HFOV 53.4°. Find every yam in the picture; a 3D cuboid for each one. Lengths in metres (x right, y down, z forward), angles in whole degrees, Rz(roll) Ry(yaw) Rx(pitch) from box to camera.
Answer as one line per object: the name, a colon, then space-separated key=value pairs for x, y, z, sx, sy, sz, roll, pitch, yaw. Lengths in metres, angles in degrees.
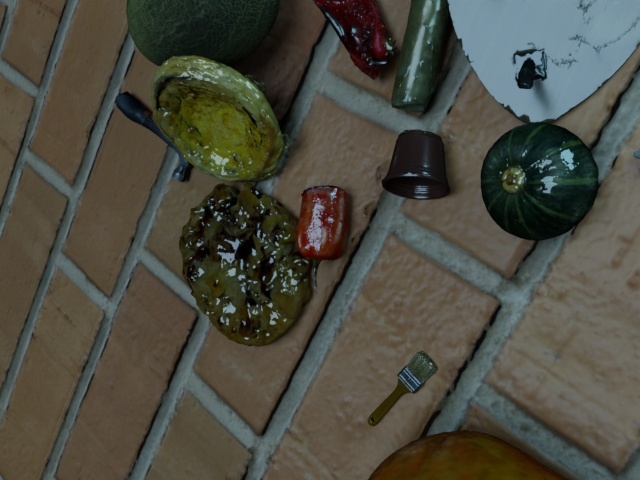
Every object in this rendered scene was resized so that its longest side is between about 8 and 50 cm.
yam: x=0.180 y=-0.393 z=1.017 sx=0.083 sy=0.083 sz=0.371 roll=16 pitch=101 yaw=34

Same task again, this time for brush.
brush: x=0.132 y=0.257 z=1.075 sx=0.043 sy=0.014 sz=0.170 roll=47 pitch=115 yaw=24

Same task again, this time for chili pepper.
chili pepper: x=0.000 y=0.000 z=1.130 sx=0.086 sy=0.084 sz=0.192 roll=1 pitch=85 yaw=51

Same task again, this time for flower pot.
flower pot: x=0.158 y=-0.125 z=1.022 sx=0.111 sy=0.111 sz=0.089 roll=-1 pitch=73 yaw=34

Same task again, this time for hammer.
hammer: x=-0.364 y=-0.260 z=1.410 sx=0.290 sy=0.037 sz=0.137 roll=39 pitch=110 yaw=29

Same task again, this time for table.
table: x=0.267 y=-0.338 z=0.815 sx=0.318 sy=0.249 sz=0.317 roll=3 pitch=97 yaw=23

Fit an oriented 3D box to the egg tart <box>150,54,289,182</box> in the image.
egg tart: x=-0.179 y=-0.235 z=1.202 sx=0.291 sy=0.290 sz=0.107 roll=-5 pitch=43 yaw=34

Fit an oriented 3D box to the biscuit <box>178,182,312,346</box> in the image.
biscuit: x=-0.160 y=0.042 z=1.241 sx=0.334 sy=0.081 sz=0.289 roll=50 pitch=116 yaw=23

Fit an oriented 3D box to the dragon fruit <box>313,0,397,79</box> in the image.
dragon fruit: x=0.066 y=-0.368 z=1.076 sx=0.092 sy=0.122 sz=0.192 roll=-33 pitch=68 yaw=14

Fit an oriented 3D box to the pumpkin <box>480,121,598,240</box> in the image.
pumpkin: x=0.306 y=-0.081 z=0.895 sx=0.167 sy=0.125 sz=0.167 roll=-20 pitch=63 yaw=47

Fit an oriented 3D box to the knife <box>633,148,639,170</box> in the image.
knife: x=0.540 y=-0.090 z=0.783 sx=0.278 sy=0.053 sz=0.123 roll=34 pitch=113 yaw=31

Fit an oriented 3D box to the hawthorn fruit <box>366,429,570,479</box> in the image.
hawthorn fruit: x=0.160 y=0.481 z=0.802 sx=0.472 sy=0.472 sz=0.471 roll=-1 pitch=88 yaw=34

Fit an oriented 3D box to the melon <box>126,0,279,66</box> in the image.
melon: x=-0.223 y=-0.443 z=1.194 sx=0.329 sy=0.249 sz=0.248 roll=-17 pitch=79 yaw=41
